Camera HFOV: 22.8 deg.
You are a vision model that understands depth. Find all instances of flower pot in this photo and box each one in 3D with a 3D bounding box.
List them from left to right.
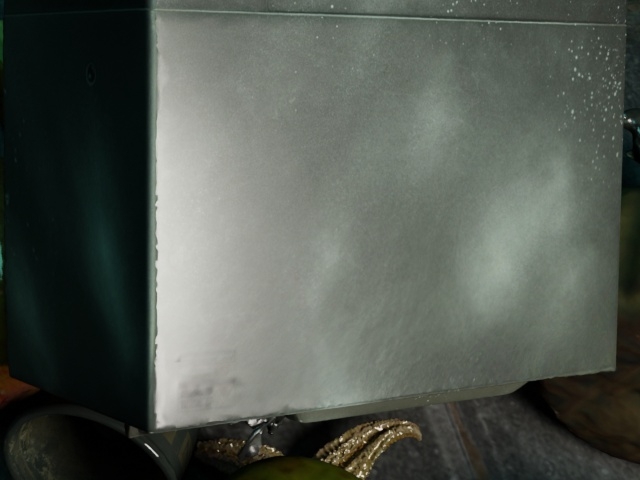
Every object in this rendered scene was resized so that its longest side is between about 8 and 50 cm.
[{"bbox_3d":[-0.167,0.161,1.305,0.157,0.157,0.107,27,44,2],"label":"flower pot"}]

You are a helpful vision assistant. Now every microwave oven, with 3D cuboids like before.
[{"bbox_3d":[0.001,-0.036,1.225,0.432,0.236,0.374,-3,96,-34],"label":"microwave oven"}]

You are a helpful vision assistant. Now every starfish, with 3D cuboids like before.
[{"bbox_3d":[-0.003,0.236,1.354,0.240,0.043,0.227,-38,85,-17],"label":"starfish"}]

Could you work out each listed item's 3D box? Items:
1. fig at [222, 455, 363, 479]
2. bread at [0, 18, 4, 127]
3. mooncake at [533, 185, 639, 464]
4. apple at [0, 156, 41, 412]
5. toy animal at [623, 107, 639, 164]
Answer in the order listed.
[{"bbox_3d":[-0.020,0.292,1.231,0.203,0.225,0.203,-1,28,1],"label":"fig"},{"bbox_3d":[-0.297,-0.161,1.557,0.074,0.084,0.139,-18,33,-25],"label":"bread"},{"bbox_3d":[0.330,0.087,1.408,0.290,0.290,0.161,22,56,-1],"label":"mooncake"},{"bbox_3d":[-0.274,0.036,1.317,0.211,0.211,0.188,-42,100,-33],"label":"apple"},{"bbox_3d":[0.418,-0.080,1.648,0.245,0.114,0.146,6,55,-12],"label":"toy animal"}]
